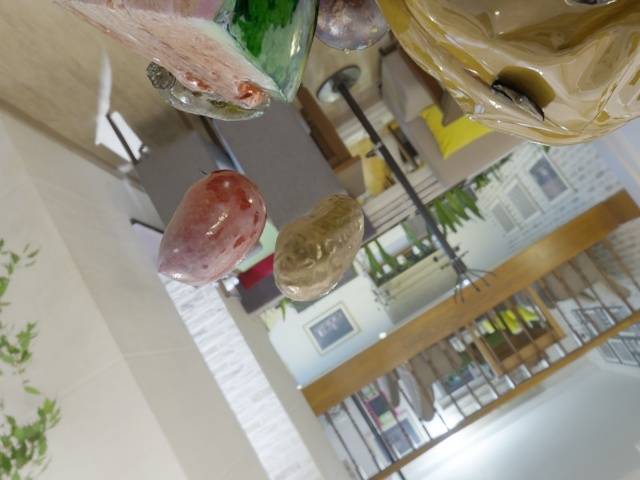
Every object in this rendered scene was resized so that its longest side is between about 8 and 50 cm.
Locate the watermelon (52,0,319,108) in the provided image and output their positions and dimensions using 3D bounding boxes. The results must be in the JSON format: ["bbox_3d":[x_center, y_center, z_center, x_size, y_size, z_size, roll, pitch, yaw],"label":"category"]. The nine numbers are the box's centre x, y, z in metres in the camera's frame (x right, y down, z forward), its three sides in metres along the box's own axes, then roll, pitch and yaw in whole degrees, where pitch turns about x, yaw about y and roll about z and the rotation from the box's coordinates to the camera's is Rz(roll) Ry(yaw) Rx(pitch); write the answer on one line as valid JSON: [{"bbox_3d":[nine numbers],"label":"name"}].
[{"bbox_3d":[-0.090,-0.275,0.505,0.222,0.319,0.293,26,80,-52],"label":"watermelon"}]

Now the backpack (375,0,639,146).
[{"bbox_3d":[0.206,-0.279,0.417,0.378,0.353,0.201,-49,179,0],"label":"backpack"}]

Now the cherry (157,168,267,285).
[{"bbox_3d":[-0.105,-0.010,0.543,0.127,0.086,0.106,-69,-168,-15],"label":"cherry"}]

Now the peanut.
[{"bbox_3d":[0.000,0.000,0.760,0.226,0.108,0.095,-50,148,-52],"label":"peanut"}]

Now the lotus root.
[{"bbox_3d":[-0.134,-0.195,0.681,0.179,0.089,0.081,-2,110,-51],"label":"lotus root"}]

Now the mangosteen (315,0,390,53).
[{"bbox_3d":[0.057,-0.443,0.933,0.192,0.192,0.217,-25,166,-32],"label":"mangosteen"}]
